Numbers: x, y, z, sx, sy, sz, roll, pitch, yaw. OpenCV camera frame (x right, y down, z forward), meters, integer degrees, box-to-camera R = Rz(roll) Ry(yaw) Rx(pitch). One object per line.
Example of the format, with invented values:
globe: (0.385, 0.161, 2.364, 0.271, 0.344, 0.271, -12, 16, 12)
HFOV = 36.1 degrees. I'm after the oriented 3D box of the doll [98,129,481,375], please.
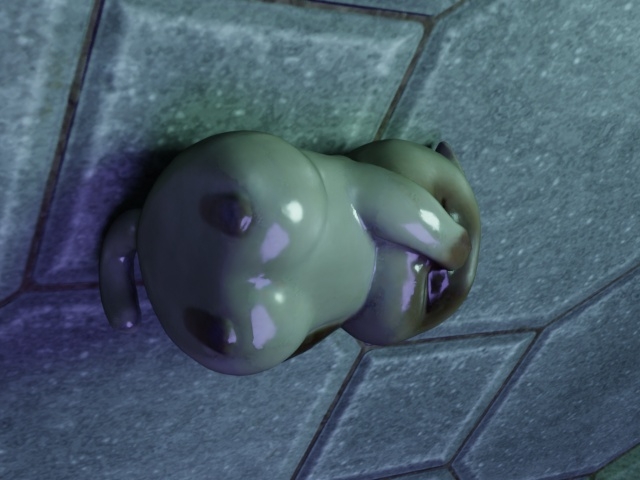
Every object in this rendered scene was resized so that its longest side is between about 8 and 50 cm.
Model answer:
doll: (-0.001, 0.004, 0.921, 0.370, 0.226, 0.215, -3, 98, -27)
